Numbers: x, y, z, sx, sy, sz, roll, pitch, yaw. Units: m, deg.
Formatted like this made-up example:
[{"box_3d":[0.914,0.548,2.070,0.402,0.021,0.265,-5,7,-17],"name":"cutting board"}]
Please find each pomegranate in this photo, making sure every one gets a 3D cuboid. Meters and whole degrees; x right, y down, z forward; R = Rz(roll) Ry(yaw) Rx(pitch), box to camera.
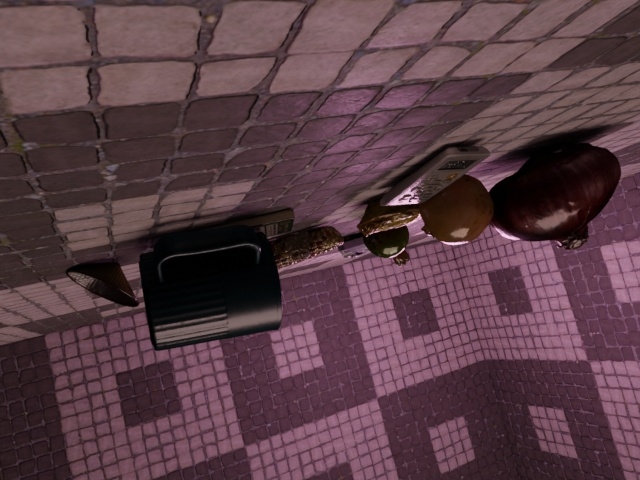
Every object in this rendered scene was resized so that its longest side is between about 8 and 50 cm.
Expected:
[{"box_3d":[0.344,-0.076,1.317,0.191,0.191,0.191,-15,173,-2],"name":"pomegranate"},{"box_3d":[0.232,0.001,1.758,0.159,0.205,0.159,-31,-157,15],"name":"pomegranate"}]

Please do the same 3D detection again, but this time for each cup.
[{"box_3d":[-0.253,0.114,1.189,0.292,0.242,0.308,-9,174,-18],"name":"cup"}]

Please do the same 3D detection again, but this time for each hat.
[{"box_3d":[-0.538,0.094,1.327,0.193,0.082,0.193,17,154,9],"name":"hat"}]

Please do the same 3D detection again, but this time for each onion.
[{"box_3d":[0.615,-0.095,1.357,0.347,0.285,0.347,-30,-178,1],"name":"onion"}]

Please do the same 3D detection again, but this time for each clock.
[{"box_3d":[0.190,0.014,2.199,0.186,0.083,0.253,-18,173,18],"name":"clock"}]

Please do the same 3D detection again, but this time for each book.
[{"box_3d":[-0.199,-0.020,1.308,0.264,0.027,0.202,-13,172,-7],"name":"book"}]

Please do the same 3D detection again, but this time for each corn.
[{"box_3d":[-0.069,0.023,1.646,0.289,0.098,0.098,-17,173,11],"name":"corn"}]

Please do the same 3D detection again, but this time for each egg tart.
[{"box_3d":[0.198,-0.076,1.449,0.212,0.090,0.212,-14,176,-1],"name":"egg tart"}]

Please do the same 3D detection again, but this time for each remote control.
[{"box_3d":[0.242,-0.144,1.167,0.109,0.055,0.313,-5,166,-21],"name":"remote control"}]
